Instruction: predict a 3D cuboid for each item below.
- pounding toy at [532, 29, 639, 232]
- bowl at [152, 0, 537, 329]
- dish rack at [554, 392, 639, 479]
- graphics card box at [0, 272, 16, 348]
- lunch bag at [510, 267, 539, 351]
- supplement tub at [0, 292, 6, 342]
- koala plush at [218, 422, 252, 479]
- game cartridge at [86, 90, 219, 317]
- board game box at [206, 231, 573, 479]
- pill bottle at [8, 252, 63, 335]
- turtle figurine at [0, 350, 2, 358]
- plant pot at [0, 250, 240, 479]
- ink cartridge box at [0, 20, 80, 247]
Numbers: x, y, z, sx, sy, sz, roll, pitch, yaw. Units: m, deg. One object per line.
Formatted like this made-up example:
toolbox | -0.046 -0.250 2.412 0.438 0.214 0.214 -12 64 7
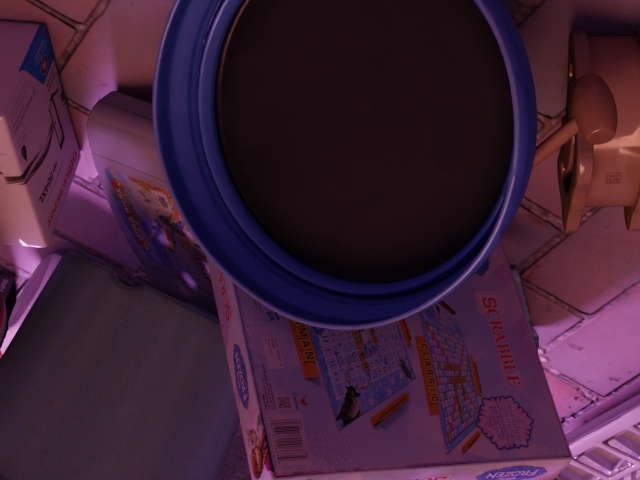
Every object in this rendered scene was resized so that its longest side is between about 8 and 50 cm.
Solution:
pounding toy | 0.240 -0.112 1.451 0.155 0.154 0.269 -1 158 3
bowl | 0.021 -0.114 1.419 0.391 0.077 0.391 8 105 31
dish rack | 0.463 0.294 1.913 0.333 0.072 0.285 31 137 -17
graphics card box | -0.594 0.107 1.918 0.371 0.232 0.094 14 142 1
lunch bag | 0.118 0.170 1.733 0.223 0.262 0.160 -4 137 21
supplement tub | -0.448 0.022 1.597 0.191 0.191 0.272 6 140 11
koala plush | -0.148 0.299 2.071 0.221 0.203 0.196 5 135 46
game cartridge | -0.152 -0.025 1.700 0.198 0.062 0.297 17 143 33
board game box | 0.062 0.103 1.551 0.318 0.318 0.066 0 146 -21
pill bottle | -0.272 0.112 1.908 0.208 0.117 0.117 31 138 -18
turtle figurine | -0.300 0.205 1.977 0.269 0.087 0.217 36 175 -3
plant pot | -0.241 0.212 1.703 0.341 0.334 0.341 25 174 3
ink cartridge box | -0.332 -0.112 1.641 0.086 0.148 0.203 4 140 10
